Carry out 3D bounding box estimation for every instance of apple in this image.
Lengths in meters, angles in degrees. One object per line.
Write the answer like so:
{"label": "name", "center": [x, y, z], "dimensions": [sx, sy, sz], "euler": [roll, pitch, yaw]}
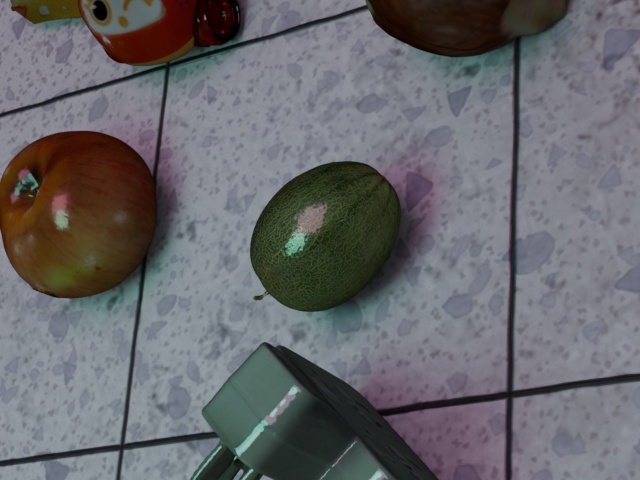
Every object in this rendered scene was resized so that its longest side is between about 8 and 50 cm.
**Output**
{"label": "apple", "center": [-0.293, -0.033, 1.933], "dimensions": [0.209, 0.164, 0.209], "euler": [-19, 57, 32]}

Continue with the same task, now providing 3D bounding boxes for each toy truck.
{"label": "toy truck", "center": [-0.224, -0.359, 1.991], "dimensions": [0.189, 0.239, 0.265], "euler": [-7, 65, 35]}

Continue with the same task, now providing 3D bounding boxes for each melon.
{"label": "melon", "center": [0.000, 0.000, 1.716], "dimensions": [0.192, 0.139, 0.139], "euler": [-45, 49, 10]}

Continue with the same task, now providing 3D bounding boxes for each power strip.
{"label": "power strip", "center": [-0.009, 0.210, 1.535], "dimensions": [0.141, 0.261, 0.229], "euler": [-50, 49, 5]}

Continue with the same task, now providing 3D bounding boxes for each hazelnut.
{"label": "hazelnut", "center": [0.158, -0.310, 1.720], "dimensions": [0.241, 0.261, 0.261], "euler": [37, 93, 10]}

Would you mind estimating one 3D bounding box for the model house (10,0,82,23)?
{"label": "model house", "center": [-0.332, -0.415, 2.176], "dimensions": [0.219, 0.207, 0.136], "euler": [-6, 28, 35]}
